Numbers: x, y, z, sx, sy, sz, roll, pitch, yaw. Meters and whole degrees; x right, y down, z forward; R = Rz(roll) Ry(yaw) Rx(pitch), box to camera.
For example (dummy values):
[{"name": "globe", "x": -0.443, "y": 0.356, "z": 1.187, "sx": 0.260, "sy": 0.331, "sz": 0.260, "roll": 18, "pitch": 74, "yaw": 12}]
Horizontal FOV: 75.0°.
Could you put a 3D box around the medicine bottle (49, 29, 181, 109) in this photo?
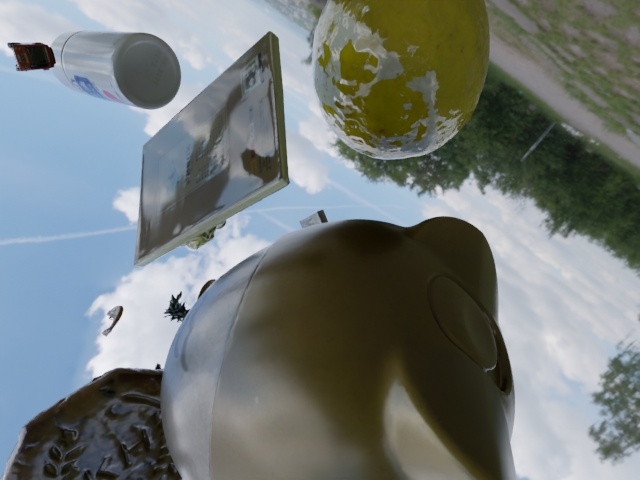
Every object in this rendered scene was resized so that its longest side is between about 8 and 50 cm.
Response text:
[{"name": "medicine bottle", "x": -0.424, "y": -0.346, "z": 0.827, "sx": 0.341, "sy": 0.130, "sz": 0.130, "roll": 23, "pitch": -168, "yaw": 35}]

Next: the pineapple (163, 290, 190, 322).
[{"name": "pineapple", "x": -0.437, "y": 0.260, "z": 1.479, "sx": 0.222, "sy": 0.103, "sz": 0.083, "roll": 23, "pitch": -167, "yaw": -23}]

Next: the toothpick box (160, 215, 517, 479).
[{"name": "toothpick box", "x": 0.033, "y": 0.180, "z": 0.564, "sx": 0.409, "sy": 0.426, "sz": 0.408, "roll": 28, "pitch": -134, "yaw": -35}]

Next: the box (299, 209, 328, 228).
[{"name": "box", "x": 0.000, "y": 0.000, "z": 1.341, "sx": 0.036, "sy": 0.115, "sz": 0.177, "roll": -19, "pitch": -94, "yaw": -38}]

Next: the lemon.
[{"name": "lemon", "x": 0.115, "y": -0.270, "z": 0.633, "sx": 0.285, "sy": 0.285, "sz": 0.316, "roll": 45, "pitch": -163, "yaw": 25}]

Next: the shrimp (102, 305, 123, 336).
[{"name": "shrimp", "x": -0.591, "y": 0.224, "z": 1.175, "sx": 0.025, "sy": 0.090, "sz": 0.127, "roll": 34, "pitch": 156, "yaw": -31}]

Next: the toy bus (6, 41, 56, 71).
[{"name": "toy bus", "x": -0.345, "y": -0.222, "z": 0.500, "sx": 0.043, "sy": 0.031, "sz": 0.110, "roll": -17, "pitch": -148, "yaw": -29}]

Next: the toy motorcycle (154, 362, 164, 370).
[{"name": "toy motorcycle", "x": -0.546, "y": 0.514, "z": 1.456, "sx": 0.089, "sy": 0.298, "sz": 0.170, "roll": 19, "pitch": -127, "yaw": -23}]

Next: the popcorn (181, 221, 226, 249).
[{"name": "popcorn", "x": -0.367, "y": -0.096, "z": 1.132, "sx": 0.255, "sy": 0.195, "sz": 0.255, "roll": -6, "pitch": -101, "yaw": -49}]

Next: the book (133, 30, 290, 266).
[{"name": "book", "x": -0.161, "y": -0.109, "z": 0.562, "sx": 0.021, "sy": 0.311, "sz": 0.216, "roll": 19, "pitch": -123, "yaw": -46}]

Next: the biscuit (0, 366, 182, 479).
[{"name": "biscuit", "x": -0.360, "y": 0.382, "z": 0.739, "sx": 0.359, "sy": 0.358, "sz": 0.046, "roll": 11, "pitch": -170, "yaw": -44}]

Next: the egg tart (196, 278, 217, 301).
[{"name": "egg tart", "x": -0.276, "y": 0.215, "z": 1.270, "sx": 0.148, "sy": 0.202, "sz": 0.202, "roll": -1, "pitch": -163, "yaw": 14}]
